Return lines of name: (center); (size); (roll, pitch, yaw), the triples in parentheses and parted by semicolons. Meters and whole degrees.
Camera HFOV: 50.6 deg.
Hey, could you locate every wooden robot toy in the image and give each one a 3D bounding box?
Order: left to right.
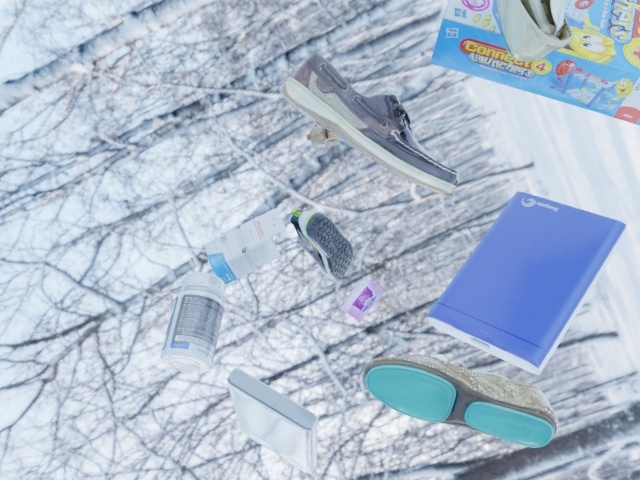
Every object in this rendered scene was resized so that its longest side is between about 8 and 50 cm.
wooden robot toy: (0.008, -0.203, 1.224); (0.173, 0.078, 0.076); (-171, 64, -81)

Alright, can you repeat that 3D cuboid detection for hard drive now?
hard drive: (-0.098, 0.400, 1.474); (0.040, 0.202, 0.308); (-54, -19, -29)
hard drive: (0.361, 0.059, 1.183); (0.210, 0.319, 0.040); (23, 152, 36)

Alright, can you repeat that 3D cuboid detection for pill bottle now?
pill bottle: (-0.188, 0.122, 1.017); (0.078, 0.078, 0.137); (49, -139, -47)

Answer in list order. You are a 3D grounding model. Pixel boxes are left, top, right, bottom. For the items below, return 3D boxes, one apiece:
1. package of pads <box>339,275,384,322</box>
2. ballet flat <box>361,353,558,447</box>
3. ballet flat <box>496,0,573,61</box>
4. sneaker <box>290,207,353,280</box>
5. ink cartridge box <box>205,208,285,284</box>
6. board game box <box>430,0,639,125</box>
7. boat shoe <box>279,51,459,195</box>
package of pads: (0.080, 0.114, 1.314); (0.050, 0.083, 0.032); (38, -178, -33)
ballet flat: (0.144, 0.158, 0.712); (0.206, 0.073, 0.067); (20, -151, 1)
ballet flat: (0.231, -0.325, 0.779); (0.249, 0.086, 0.086); (59, -164, -27)
sneaker: (0.000, 0.000, 1.514); (0.097, 0.084, 0.235); (23, 155, 34)
ink cartridge box: (-0.155, 0.013, 1.486); (0.060, 0.180, 0.104); (64, 179, -35)
board game box: (0.345, -0.345, 0.972); (0.086, 0.301, 0.308); (97, -167, -61)
boat shoe: (0.076, -0.163, 0.930); (0.285, 0.092, 0.103); (35, -172, 16)
